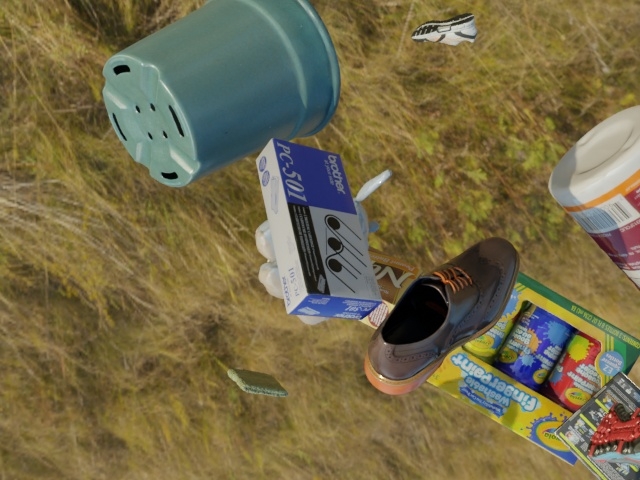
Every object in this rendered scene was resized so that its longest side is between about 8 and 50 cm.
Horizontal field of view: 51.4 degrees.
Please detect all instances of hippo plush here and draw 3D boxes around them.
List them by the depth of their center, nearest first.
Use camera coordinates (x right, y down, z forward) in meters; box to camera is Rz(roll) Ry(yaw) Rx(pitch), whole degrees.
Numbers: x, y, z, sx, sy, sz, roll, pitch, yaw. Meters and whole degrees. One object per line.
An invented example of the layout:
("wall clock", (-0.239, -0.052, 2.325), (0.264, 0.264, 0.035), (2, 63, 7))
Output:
("hippo plush", (0.000, 0.000, 1.285), (0.234, 0.236, 0.294), (5, 97, 1))

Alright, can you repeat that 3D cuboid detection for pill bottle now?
("pill bottle", (0.610, -0.025, 1.158), (0.392, 0.224, 0.224), (44, 115, -10))

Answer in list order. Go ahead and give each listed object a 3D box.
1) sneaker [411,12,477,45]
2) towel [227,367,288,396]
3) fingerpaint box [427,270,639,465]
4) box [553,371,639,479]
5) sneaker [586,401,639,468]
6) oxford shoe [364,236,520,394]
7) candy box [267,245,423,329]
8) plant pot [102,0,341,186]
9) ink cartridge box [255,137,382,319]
("sneaker", (0.192, -0.320, 1.036), (0.109, 0.040, 0.043), (3, 143, 37))
("towel", (-0.164, 0.376, 1.748), (0.148, 0.110, 0.027), (19, 96, -36))
("fingerpaint box", (0.550, 0.310, 1.765), (0.371, 0.445, 0.163), (-59, 178, 2))
("box", (0.711, 0.469, 1.514), (0.216, 0.270, 0.060), (-47, 156, 9))
("sneaker", (0.506, 0.329, 1.028), (0.104, 0.125, 0.262), (-54, 170, -8))
("oxford shoe", (0.161, 0.071, 0.804), (0.271, 0.097, 0.098), (-42, 150, -29))
("candy box", (0.055, 0.072, 1.525), (0.183, 0.316, 0.087), (-42, 153, -54))
("plant pot", (-0.196, -0.283, 1.248), (0.334, 0.341, 0.341), (-39, 156, -35))
("ink cartridge box", (-0.005, -0.014, 0.742), (0.097, 0.207, 0.046), (9, 141, -32))
